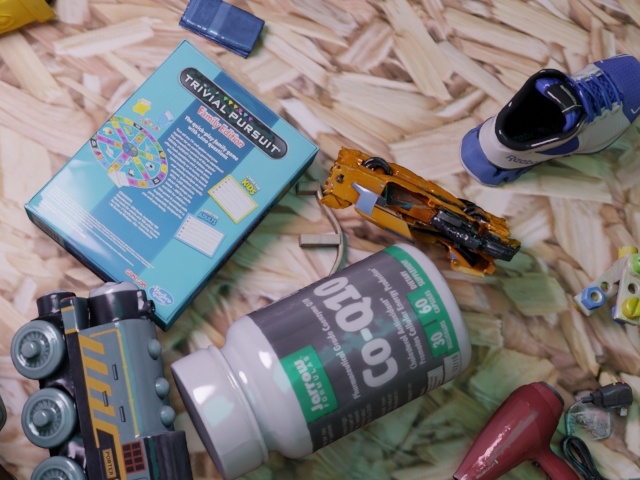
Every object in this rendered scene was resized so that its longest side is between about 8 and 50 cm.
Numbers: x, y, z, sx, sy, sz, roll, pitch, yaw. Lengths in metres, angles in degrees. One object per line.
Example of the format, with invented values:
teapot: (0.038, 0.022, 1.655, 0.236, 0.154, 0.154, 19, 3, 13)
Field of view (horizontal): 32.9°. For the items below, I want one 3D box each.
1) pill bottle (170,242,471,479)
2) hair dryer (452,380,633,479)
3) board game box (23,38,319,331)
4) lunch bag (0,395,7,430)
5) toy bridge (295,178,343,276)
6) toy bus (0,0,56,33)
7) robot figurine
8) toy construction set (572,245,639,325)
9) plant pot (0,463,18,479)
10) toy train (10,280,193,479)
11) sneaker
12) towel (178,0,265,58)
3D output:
pill bottle: (0.000, 0.163, 1.443, 0.361, 0.204, 0.204, -26, 81, -15)
hair dryer: (0.328, 0.310, 1.525, 0.293, 0.080, 0.223, -2, 76, -10)
board game box: (-0.206, -0.080, 1.538, 0.254, 0.079, 0.336, 40, 73, 2)
lunch bag: (-0.535, 0.150, 1.233, 0.305, 0.212, 0.256, -31, 40, -14)
toy bridge: (0.000, 0.000, 1.579, 0.063, 0.026, 0.188, 0, 75, -12)
toy bus: (-0.513, -0.388, 1.548, 0.211, 0.149, 0.220, -27, 79, 1)
robot figurine: (0.145, -0.038, 1.542, 0.291, 0.211, 0.085, 26, 105, -2)
toy construction set: (0.534, 0.006, 1.613, 0.215, 0.151, 0.327, 28, 84, -1)
plant pot: (-0.455, 0.306, 1.316, 0.167, 0.167, 0.165, -32, 123, -16)
toy train: (-0.276, 0.216, 1.394, 0.190, 0.142, 0.334, -15, 77, 14)
sneaker: (0.372, -0.190, 1.609, 0.315, 0.182, 0.127, -26, 82, -15)
towel: (-0.148, -0.328, 1.639, 0.119, 0.029, 0.067, 25, 73, -2)
